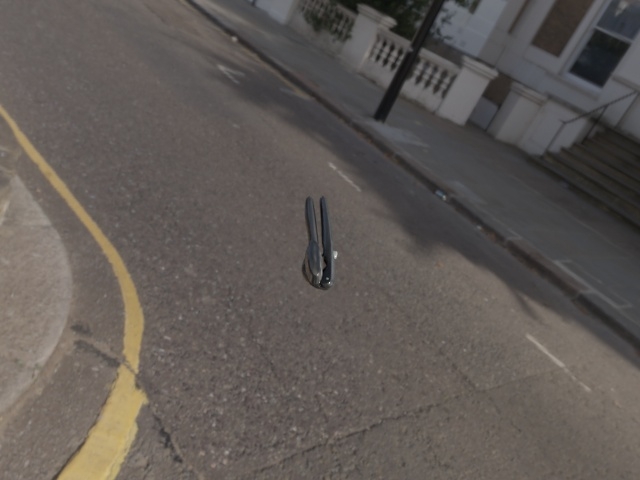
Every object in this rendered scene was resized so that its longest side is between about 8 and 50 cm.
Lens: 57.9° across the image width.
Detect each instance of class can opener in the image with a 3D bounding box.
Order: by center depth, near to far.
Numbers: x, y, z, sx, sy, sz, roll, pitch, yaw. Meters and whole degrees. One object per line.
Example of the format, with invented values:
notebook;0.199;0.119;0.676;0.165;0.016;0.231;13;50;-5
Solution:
can opener;0.000;0.000;0.984;0.059;0.073;0.186;9;54;-11
